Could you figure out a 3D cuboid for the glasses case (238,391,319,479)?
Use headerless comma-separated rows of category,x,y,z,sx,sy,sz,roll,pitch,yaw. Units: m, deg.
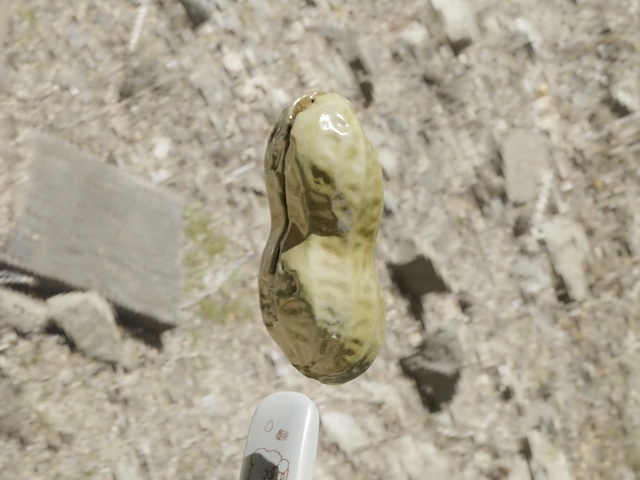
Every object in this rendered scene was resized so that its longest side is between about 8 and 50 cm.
glasses case,-0.047,0.253,1.619,0.049,0.074,0.193,51,42,-50

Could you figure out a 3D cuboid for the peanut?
peanut,0.000,0.000,1.471,0.130,0.130,0.290,-13,107,-49
